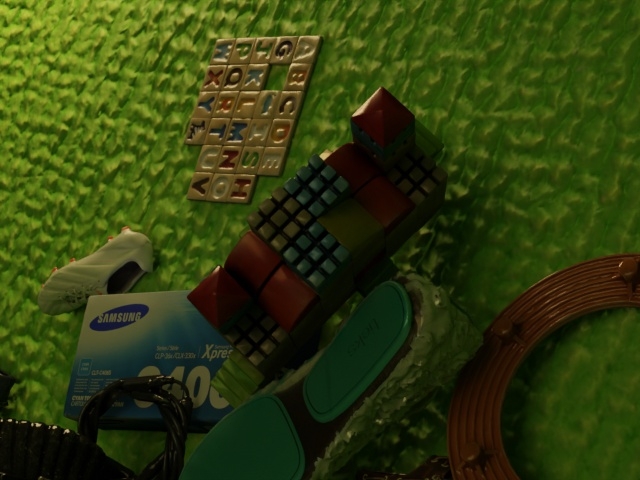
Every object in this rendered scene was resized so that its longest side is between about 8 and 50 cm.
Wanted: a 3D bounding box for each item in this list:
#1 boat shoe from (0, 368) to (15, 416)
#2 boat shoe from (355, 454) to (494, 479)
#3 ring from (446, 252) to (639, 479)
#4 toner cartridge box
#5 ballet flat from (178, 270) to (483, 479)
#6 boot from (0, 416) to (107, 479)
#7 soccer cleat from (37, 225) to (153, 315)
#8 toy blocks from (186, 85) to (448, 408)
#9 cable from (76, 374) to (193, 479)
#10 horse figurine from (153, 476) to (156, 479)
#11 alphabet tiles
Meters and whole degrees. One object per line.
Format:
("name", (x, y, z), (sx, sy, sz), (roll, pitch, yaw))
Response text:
("boat shoe", (-0.519, 0.163, 2.071), (0.254, 0.095, 0.079), (35, 96, 43))
("boat shoe", (0.114, 0.255, 1.489), (0.207, 0.073, 0.073), (-13, 64, 36))
("ring", (0.269, 0.153, 1.383), (0.336, 0.032, 0.337), (-19, 49, 23))
("toner cartridge box", (-0.160, 0.148, 1.778), (0.347, 0.075, 0.165), (-5, 66, 39))
("ballet flat", (0.017, 0.193, 1.528), (0.409, 0.147, 0.147), (-43, 47, 30))
("boot", (-0.267, 0.353, 1.623), (0.131, 0.348, 0.260), (-52, 16, 28))
("soccer cleat", (-0.306, 0.056, 1.959), (0.196, 0.068, 0.076), (-33, 54, 21))
("toy blocks", (0.000, 0.000, 1.528), (0.191, 0.261, 0.381), (44, 84, 11))
("cable", (-0.222, 0.236, 1.723), (0.184, 0.047, 0.151), (-10, 79, 36))
("horse figurine", (-0.166, 0.343, 1.698), (0.263, 0.066, 0.175), (-3, 63, 39))
("alphabet tiles", (-0.103, -0.161, 1.925), (0.198, 0.009, 0.237), (5, 73, 42))
